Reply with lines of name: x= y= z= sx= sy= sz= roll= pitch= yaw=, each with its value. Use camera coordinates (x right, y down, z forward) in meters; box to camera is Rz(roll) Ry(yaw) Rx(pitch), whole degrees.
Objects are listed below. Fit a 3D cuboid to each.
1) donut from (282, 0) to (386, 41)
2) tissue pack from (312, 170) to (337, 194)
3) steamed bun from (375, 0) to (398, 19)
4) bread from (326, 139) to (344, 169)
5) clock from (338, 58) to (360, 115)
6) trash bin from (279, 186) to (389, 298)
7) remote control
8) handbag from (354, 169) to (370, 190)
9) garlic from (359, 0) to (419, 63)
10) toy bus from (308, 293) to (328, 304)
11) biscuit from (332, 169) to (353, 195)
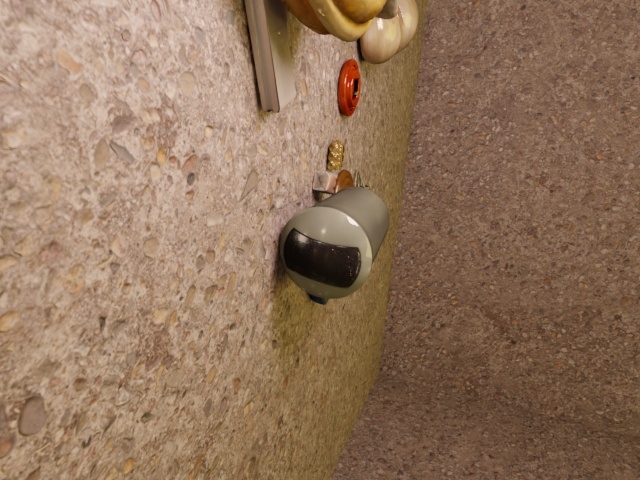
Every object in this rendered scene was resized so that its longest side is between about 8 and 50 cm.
donut: x=0.009 y=-0.653 z=0.918 sx=0.449 sy=0.198 sz=0.449 roll=14 pitch=73 yaw=-58
tissue pack: x=0.015 y=-0.201 z=1.510 sx=0.094 sy=0.058 sz=0.074 roll=1 pitch=101 yaw=-72
steamed bun: x=0.125 y=-0.831 z=1.270 sx=0.383 sy=0.236 sz=0.247 roll=7 pitch=89 yaw=-79
bread: x=0.056 y=-0.310 z=1.591 sx=0.066 sy=0.060 sz=0.110 roll=-2 pitch=101 yaw=-42
clock: x=0.114 y=-0.575 z=1.649 sx=0.205 sy=0.051 sz=0.205 roll=9 pitch=90 yaw=-74
trash bin: x=0.059 y=-0.008 z=1.377 sx=0.432 sy=0.280 sz=0.281 roll=-44 pitch=140 yaw=-63
remote control: x=-0.115 y=-0.444 z=0.990 sx=0.103 sy=0.055 sz=0.277 roll=-60 pitch=150 yaw=-49
handbag: x=0.198 y=-0.168 z=2.036 sx=0.241 sy=0.109 sz=0.316 roll=-33 pitch=127 yaw=-69
garlic: x=0.259 y=-0.875 z=1.758 sx=0.249 sy=0.286 sz=0.313 roll=-126 pitch=-152 yaw=-44
toy bus: x=-0.010 y=0.149 z=1.575 sx=0.236 sy=0.079 sz=0.094 roll=70 pitch=36 yaw=-57
biscuit: x=0.096 y=-0.164 z=1.824 sx=0.262 sy=0.037 sz=0.262 roll=9 pitch=90 yaw=-73
